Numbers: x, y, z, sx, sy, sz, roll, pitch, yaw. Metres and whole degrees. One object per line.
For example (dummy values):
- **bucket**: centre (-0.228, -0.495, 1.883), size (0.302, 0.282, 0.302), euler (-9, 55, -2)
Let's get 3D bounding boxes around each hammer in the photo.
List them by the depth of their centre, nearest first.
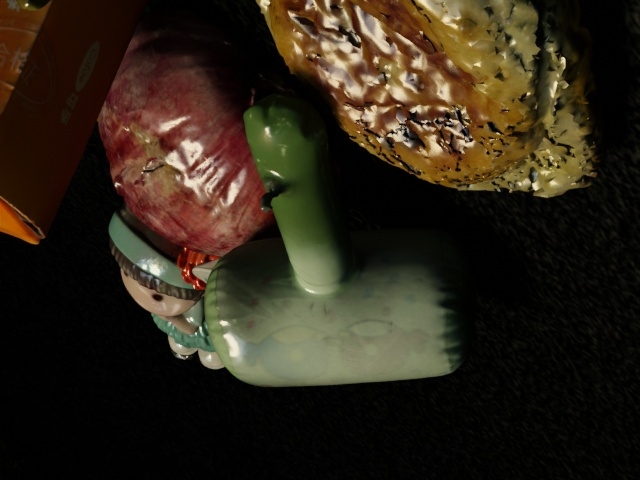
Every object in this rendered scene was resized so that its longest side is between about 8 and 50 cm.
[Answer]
- **hammer**: centre (0.000, 0.000, 1.383), size (0.206, 0.119, 0.335), euler (-6, 151, 7)

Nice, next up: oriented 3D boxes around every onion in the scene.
- **onion**: centre (-0.101, -0.058, 1.578), size (0.227, 0.120, 0.283), euler (46, 160, 2)

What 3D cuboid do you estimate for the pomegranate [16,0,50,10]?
- **pomegranate**: centre (-0.135, -0.236, 1.049), size (0.236, 0.302, 0.236), euler (0, 141, 0)

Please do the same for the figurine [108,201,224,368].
- **figurine**: centre (-0.119, 0.040, 1.827), size (0.138, 0.110, 0.245), euler (22, 156, 21)

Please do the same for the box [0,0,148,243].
- **box**: centre (-0.324, -0.161, 1.440), size (0.341, 0.225, 0.143), euler (18, 167, 17)

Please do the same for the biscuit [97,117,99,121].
- **biscuit**: centre (-0.198, -0.164, 1.648), size (0.174, 0.039, 0.183), euler (49, 159, -15)

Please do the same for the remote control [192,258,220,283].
- **remote control**: centre (-0.020, 0.050, 1.658), size (0.073, 0.044, 0.229), euler (13, 170, 36)

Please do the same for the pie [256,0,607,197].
- **pie**: centre (0.052, -0.146, 1.176), size (0.308, 0.085, 0.308), euler (36, 158, 17)
